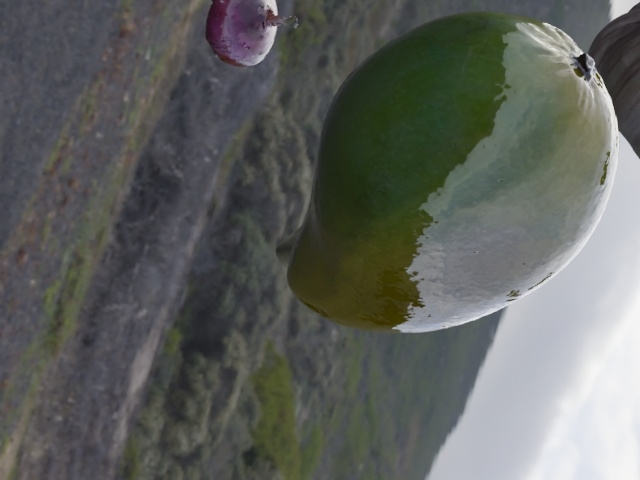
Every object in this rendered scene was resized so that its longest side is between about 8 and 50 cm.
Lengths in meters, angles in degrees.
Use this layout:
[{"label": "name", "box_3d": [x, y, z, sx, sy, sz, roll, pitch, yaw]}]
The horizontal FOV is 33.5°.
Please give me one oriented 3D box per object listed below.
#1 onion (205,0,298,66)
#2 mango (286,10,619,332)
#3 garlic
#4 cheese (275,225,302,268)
[{"label": "onion", "box_3d": [-0.100, -0.344, 1.689, 0.150, 0.140, 0.150, -39, 138, -47]}, {"label": "mango", "box_3d": [0.055, -0.021, 0.457, 0.191, 0.122, 0.086, 109, -20, -59]}, {"label": "garlic", "box_3d": [0.566, -0.239, 1.601, 0.259, 0.317, 0.317, -51, -163, 47]}, {"label": "cheese", "box_3d": [0.000, 0.000, 1.201, 0.065, 0.043, 0.194, -38, -175, -19]}]
